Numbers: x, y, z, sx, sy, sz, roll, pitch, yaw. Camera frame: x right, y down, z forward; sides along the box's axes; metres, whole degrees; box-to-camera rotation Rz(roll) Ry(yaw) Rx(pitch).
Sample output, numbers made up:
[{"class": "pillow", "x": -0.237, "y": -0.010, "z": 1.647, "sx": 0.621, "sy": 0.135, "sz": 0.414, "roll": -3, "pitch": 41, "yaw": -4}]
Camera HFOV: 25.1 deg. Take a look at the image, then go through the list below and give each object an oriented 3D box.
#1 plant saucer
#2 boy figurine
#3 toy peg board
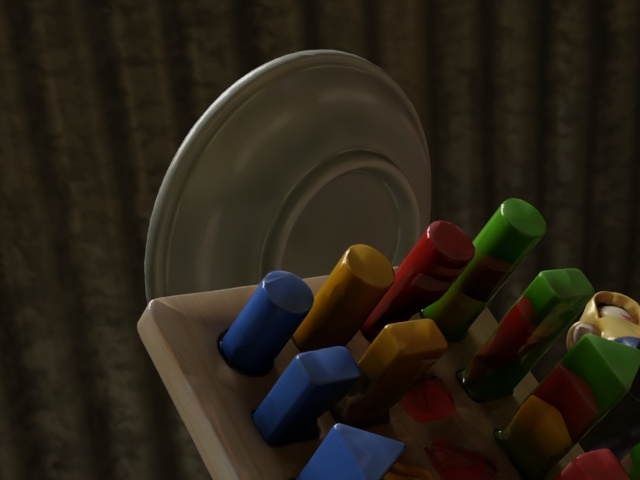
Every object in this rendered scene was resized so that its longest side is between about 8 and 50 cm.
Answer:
[{"class": "plant saucer", "x": 0.000, "y": 0.000, "z": 1.540, "sx": 0.400, "sy": 0.100, "sz": 0.400, "roll": -19, "pitch": -60, "yaw": -37}, {"class": "boy figurine", "x": 0.347, "y": 0.118, "z": 1.536, "sx": 0.177, "sy": 0.285, "sz": 0.092, "roll": 15, "pitch": -85, "yaw": -4}, {"class": "toy peg board", "x": 0.046, "y": 0.059, "z": 0.517, "sx": 0.160, "sy": 0.161, "sz": 0.079, "roll": -6, "pitch": -38, "yaw": -40}]
